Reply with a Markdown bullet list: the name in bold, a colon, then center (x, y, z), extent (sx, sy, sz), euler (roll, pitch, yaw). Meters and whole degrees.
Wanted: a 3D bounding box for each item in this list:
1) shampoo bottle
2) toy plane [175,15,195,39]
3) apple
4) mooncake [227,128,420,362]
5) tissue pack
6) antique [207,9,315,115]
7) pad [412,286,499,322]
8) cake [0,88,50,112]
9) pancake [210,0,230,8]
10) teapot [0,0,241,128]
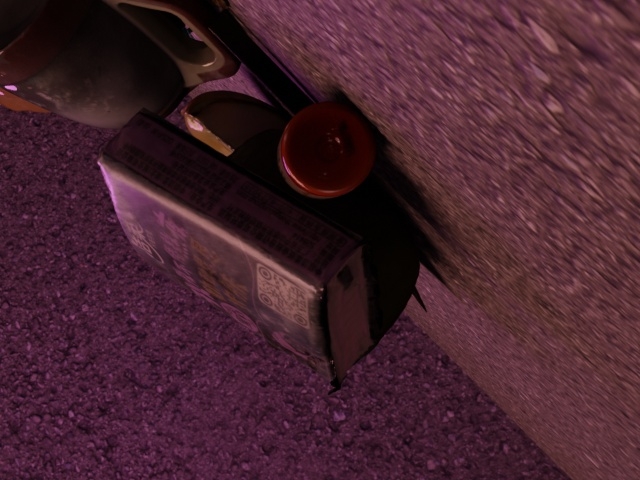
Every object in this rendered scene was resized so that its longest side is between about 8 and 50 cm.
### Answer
- **shampoo bottle**: center (0.001, -0.100, 1.551), extent (0.104, 0.104, 0.278), euler (46, 178, -2)
- **toy plane**: center (-0.243, -0.362, 2.074), extent (0.235, 0.060, 0.096), euler (50, 166, 29)
- **apple**: center (-0.109, -0.162, 2.124), extent (0.265, 0.120, 0.193), euler (40, 176, -22)
- **mooncake**: center (-0.035, 0.024, 1.929), extent (0.356, 0.194, 0.356), euler (34, 151, 22)
- **tissue pack**: center (-0.100, 0.011, 1.653), extent (0.361, 0.122, 0.259), euler (32, 155, 25)
- **antique**: center (-0.065, -0.210, 1.660), extent (0.192, 0.031, 0.015), euler (45, -178, -10)
- **pad**: center (0.161, 0.062, 2.055), extent (0.323, 0.055, 0.250), euler (45, 177, 29)
- **cake**: center (-0.432, -0.383, 1.912), extent (0.332, 0.332, 0.321), euler (45, 172, 20)
- **pancake**: center (-0.151, -0.320, 1.614), extent (0.115, 0.011, 0.115), euler (45, 178, 2)
- **teapot**: center (-0.269, -0.271, 1.731), extent (0.315, 0.233, 0.312), euler (-8, 154, 37)
